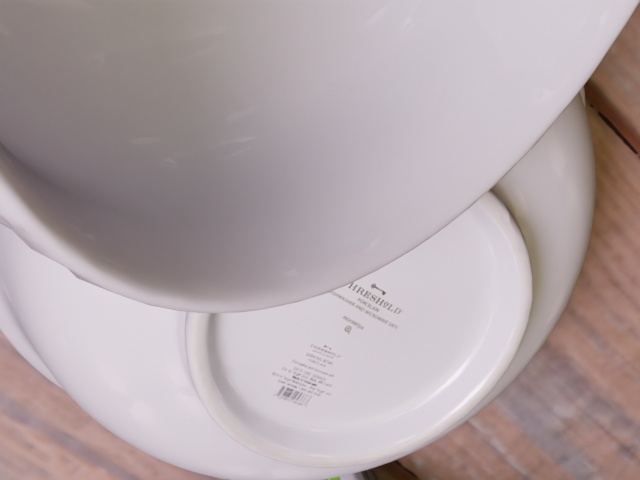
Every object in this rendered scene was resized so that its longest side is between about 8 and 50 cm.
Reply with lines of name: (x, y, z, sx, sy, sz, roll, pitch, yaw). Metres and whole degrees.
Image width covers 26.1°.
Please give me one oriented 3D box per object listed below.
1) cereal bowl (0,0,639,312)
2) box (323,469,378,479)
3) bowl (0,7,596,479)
cereal bowl: (-0.011, -0.156, 0.383, 0.339, 0.141, 0.339, -33, 139, -34)
box: (-0.048, 0.251, 0.661, 0.262, 0.231, 0.127, -32, 124, 1)
bowl: (0.000, 0.000, 0.587, 0.298, 0.134, 0.298, -8, 121, -13)
